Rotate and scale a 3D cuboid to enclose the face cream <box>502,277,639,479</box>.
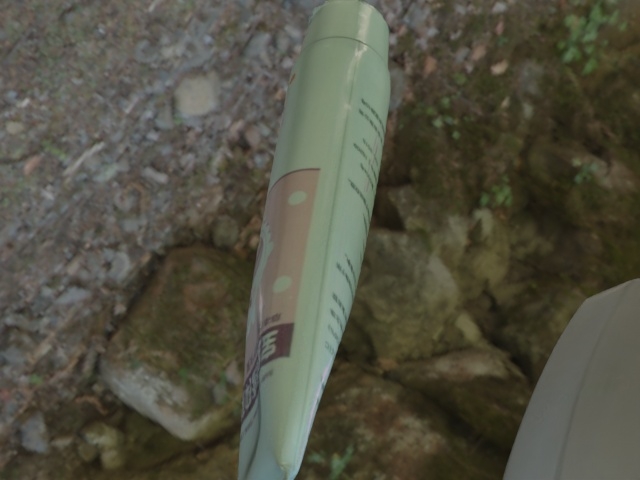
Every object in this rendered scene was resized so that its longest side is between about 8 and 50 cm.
[{"bbox_3d":[0.217,0.207,0.444,0.219,0.312,0.357,142,-43,-59],"label":"face cream"}]

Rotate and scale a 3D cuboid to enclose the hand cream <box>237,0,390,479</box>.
[{"bbox_3d":[0.000,0.000,0.477,0.085,0.058,0.331,114,-13,-48],"label":"hand cream"}]
